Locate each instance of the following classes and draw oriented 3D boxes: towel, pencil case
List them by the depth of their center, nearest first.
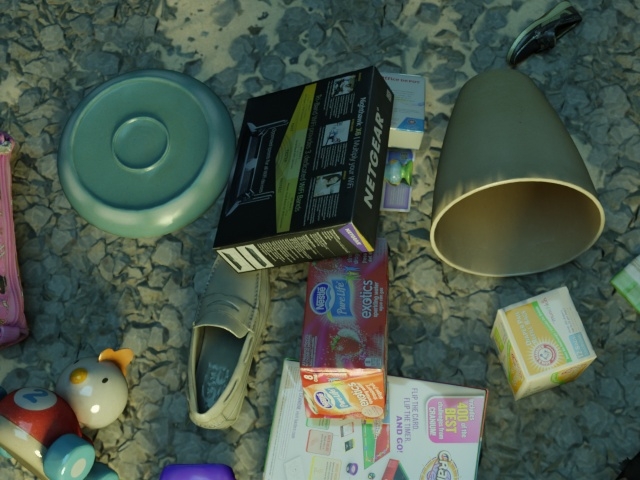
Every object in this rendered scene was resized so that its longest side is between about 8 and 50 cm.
[{"bbox_3d":[0.547,0.058,1.585,0.152,0.023,0.113,-38,70,-4],"label":"towel"},{"bbox_3d":[-0.572,-0.002,1.653,0.160,0.167,0.386,0,70,-28],"label":"pencil case"}]

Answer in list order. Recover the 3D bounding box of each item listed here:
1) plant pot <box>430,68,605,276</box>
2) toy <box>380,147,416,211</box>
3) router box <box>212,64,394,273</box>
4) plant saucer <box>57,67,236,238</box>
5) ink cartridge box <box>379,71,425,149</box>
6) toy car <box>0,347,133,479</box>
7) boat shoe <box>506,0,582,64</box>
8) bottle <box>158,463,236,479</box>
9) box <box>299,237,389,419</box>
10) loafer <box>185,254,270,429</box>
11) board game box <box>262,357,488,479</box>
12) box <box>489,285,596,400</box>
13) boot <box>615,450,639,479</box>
[{"bbox_3d":[0.288,-0.125,1.571,0.257,0.256,0.274,-5,55,5],"label":"plant pot"},{"bbox_3d":[0.036,-0.124,1.676,0.237,0.056,0.136,5,72,8],"label":"toy"},{"bbox_3d":[-0.022,-0.111,1.579,0.243,0.081,0.308,-10,53,28],"label":"router box"},{"bbox_3d":[-0.304,-0.160,1.732,0.318,0.043,0.317,-2,73,6],"label":"plant saucer"},{"bbox_3d":[0.127,-0.216,1.677,0.089,0.052,0.122,6,57,-1],"label":"ink cartridge box"},{"bbox_3d":[-0.376,0.246,1.541,0.219,0.210,0.238,24,64,24],"label":"toy car"},{"bbox_3d":[0.380,-0.347,1.709,0.152,0.056,0.049,-42,68,-8],"label":"boat shoe"},{"bbox_3d":[-0.184,0.475,1.491,0.118,0.092,0.282,-3,72,6],"label":"bottle"},{"bbox_3d":[0.040,0.127,1.510,0.123,0.128,0.256,0,47,5],"label":"box"},{"bbox_3d":[-0.145,0.135,1.584,0.112,0.111,0.319,4,73,7],"label":"loafer"},{"bbox_3d":[0.080,0.322,1.526,0.317,0.064,0.242,8,74,9],"label":"board game box"},{"bbox_3d":[0.321,0.155,1.480,0.103,0.203,0.114,-19,72,0],"label":"box"},{"bbox_3d":[0.419,0.416,1.316,0.445,0.367,0.146,-40,95,-7],"label":"boot"}]
